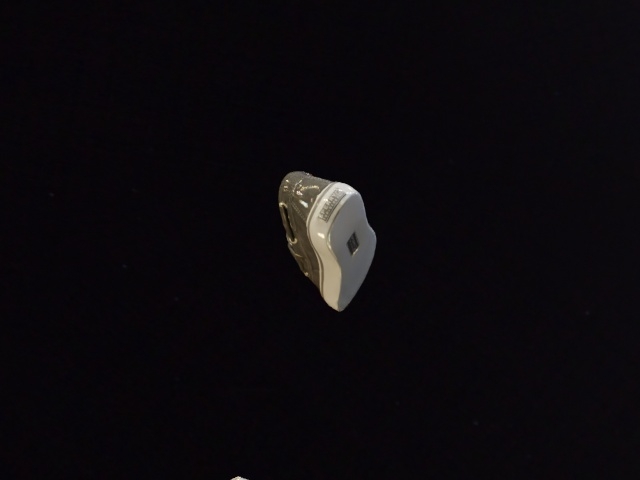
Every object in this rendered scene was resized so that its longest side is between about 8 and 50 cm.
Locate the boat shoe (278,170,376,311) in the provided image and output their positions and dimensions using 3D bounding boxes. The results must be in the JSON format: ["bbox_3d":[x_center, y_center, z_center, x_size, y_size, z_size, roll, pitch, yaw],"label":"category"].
[{"bbox_3d":[0.000,0.000,0.907,0.080,0.076,0.228,-57,-18,-13],"label":"boat shoe"}]

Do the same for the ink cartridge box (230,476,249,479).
[{"bbox_3d":[-0.033,0.346,0.932,0.092,0.160,0.219,-36,-38,13],"label":"ink cartridge box"}]
